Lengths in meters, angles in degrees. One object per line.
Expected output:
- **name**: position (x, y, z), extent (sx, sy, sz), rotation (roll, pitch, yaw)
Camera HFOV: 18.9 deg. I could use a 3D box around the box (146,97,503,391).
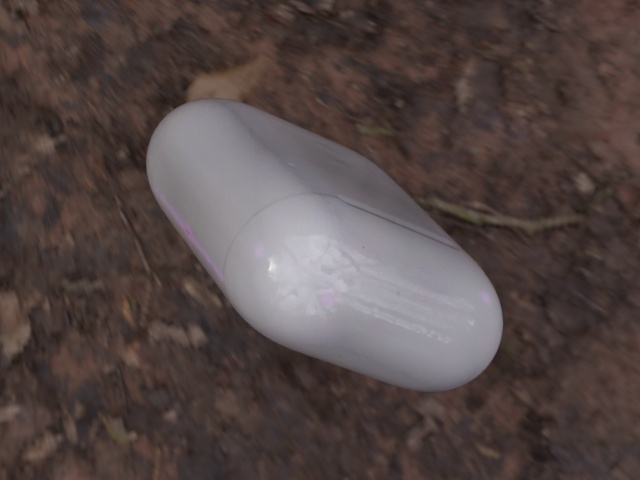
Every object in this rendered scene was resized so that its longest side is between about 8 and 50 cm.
- **box**: position (-0.001, 0.001, 1.794), extent (0.288, 0.349, 0.141), rotation (23, 105, -36)
